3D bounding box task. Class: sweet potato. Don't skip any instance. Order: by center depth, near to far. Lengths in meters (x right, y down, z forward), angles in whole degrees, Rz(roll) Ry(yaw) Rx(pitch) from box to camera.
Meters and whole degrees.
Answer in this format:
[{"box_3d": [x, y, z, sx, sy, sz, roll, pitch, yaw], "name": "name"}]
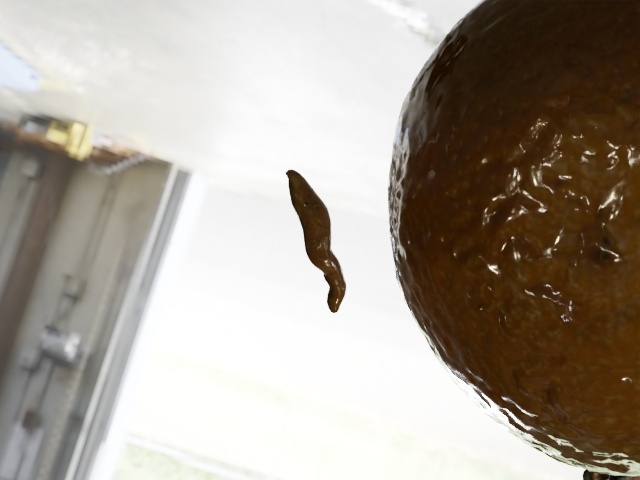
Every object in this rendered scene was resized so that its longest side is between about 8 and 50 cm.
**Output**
[{"box_3d": [-0.002, 0.001, 1.642, 0.044, 0.179, 0.044, -18, -165, 5], "name": "sweet potato"}]

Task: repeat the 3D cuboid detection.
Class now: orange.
[{"box_3d": [0.202, -0.031, 0.865, 0.322, 0.322, 0.357, 14, -161, 15], "name": "orange"}]

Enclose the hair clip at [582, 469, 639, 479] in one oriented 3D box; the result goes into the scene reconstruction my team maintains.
[{"box_3d": [0.457, 0.323, 2.125, 0.075, 0.146, 0.257, -2, -166, 37], "name": "hair clip"}]
